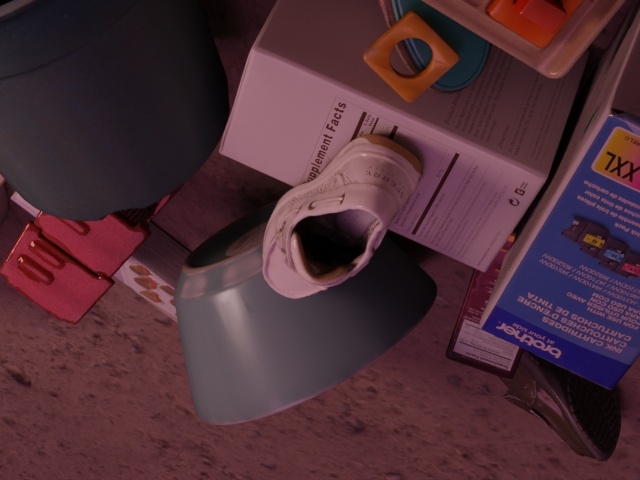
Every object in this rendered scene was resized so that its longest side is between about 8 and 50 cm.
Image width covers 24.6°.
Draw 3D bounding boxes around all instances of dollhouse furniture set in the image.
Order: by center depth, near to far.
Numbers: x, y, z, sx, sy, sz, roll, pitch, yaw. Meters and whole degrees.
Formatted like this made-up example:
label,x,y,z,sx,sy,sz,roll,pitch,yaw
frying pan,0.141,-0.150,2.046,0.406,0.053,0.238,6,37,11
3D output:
label,x,y,z,sx,sy,sz,roll,pitch,yaw
dollhouse furniture set,-0.362,-0.091,1.669,0.374,0.201,0.152,36,110,-9

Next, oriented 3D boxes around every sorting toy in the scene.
label,x,y,z,sx,sy,sz,roll,pitch,yaw
sorting toy,0.176,-0.242,1.219,0.196,0.047,0.347,29,114,-19

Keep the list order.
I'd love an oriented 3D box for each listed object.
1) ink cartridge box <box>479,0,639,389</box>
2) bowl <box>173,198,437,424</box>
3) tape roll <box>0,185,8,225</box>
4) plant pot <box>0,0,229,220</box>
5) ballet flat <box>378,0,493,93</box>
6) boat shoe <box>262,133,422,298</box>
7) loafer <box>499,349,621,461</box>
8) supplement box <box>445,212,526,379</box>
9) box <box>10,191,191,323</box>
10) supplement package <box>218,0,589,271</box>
label,x,y,z,sx,sy,sz,roll,pitch,yaw
ink cartridge box,0.284,-0.054,1.336,0.151,0.270,0.395,27,143,2
bowl,-0.043,0.057,1.665,0.312,0.311,0.163,-17,109,41
tape roll,-0.550,-0.031,1.902,0.246,0.169,0.246,14,143,11
plant pot,-0.255,-0.213,1.417,0.341,0.341,0.334,5,148,23
ballet flat,0.079,-0.284,1.287,0.108,0.106,0.316,-19,117,-5
boat shoe,0.000,0.000,1.409,0.098,0.096,0.277,29,147,-7
loafer,0.273,0.168,1.774,0.087,0.094,0.251,-17,118,48
supplement box,0.206,0.043,1.597,0.081,0.104,0.188,19,127,7
box,-0.239,0.011,1.871,0.324,0.067,0.063,38,141,-19
supplement package,0.078,-0.133,1.426,0.293,0.177,0.175,25,146,0
